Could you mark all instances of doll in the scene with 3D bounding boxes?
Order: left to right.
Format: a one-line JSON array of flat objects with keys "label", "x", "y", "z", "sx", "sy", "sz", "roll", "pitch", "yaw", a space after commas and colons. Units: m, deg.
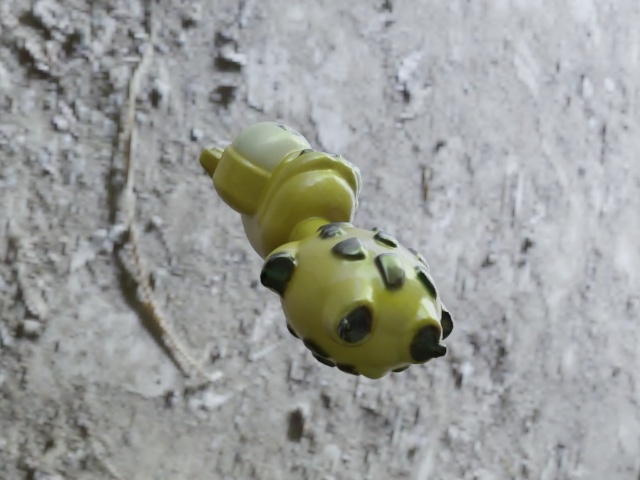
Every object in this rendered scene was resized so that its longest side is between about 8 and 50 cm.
[{"label": "doll", "x": 0.000, "y": -0.001, "z": 0.787, "sx": 0.117, "sy": 0.291, "sz": 0.086, "roll": 24, "pitch": 104, "yaw": -23}]
